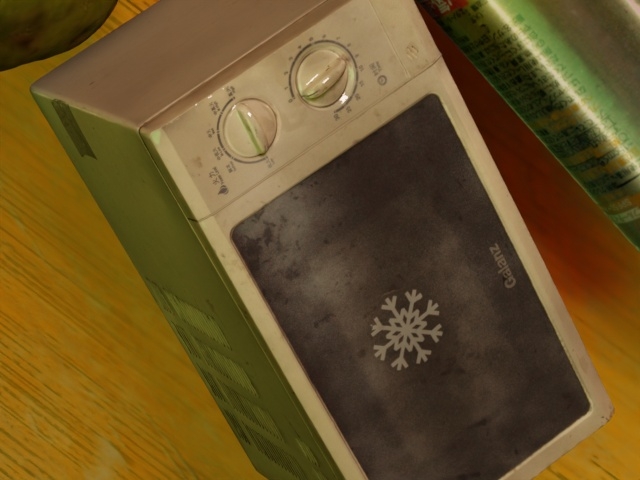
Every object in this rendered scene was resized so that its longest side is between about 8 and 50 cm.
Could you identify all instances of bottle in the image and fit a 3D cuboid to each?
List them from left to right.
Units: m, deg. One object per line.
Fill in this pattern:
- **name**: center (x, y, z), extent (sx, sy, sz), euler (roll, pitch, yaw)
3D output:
- **bottle**: center (0.121, -0.075, 0.797), extent (0.286, 0.082, 0.082), euler (48, 134, -10)

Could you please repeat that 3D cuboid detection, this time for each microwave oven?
- **microwave oven**: center (0.000, 0.000, 0.858), extent (0.240, 0.145, 0.194), euler (61, 166, -23)

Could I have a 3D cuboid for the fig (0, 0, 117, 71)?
- **fig**: center (-0.188, -0.163, 0.852), extent (0.181, 0.181, 0.191), euler (-9, 112, 36)
